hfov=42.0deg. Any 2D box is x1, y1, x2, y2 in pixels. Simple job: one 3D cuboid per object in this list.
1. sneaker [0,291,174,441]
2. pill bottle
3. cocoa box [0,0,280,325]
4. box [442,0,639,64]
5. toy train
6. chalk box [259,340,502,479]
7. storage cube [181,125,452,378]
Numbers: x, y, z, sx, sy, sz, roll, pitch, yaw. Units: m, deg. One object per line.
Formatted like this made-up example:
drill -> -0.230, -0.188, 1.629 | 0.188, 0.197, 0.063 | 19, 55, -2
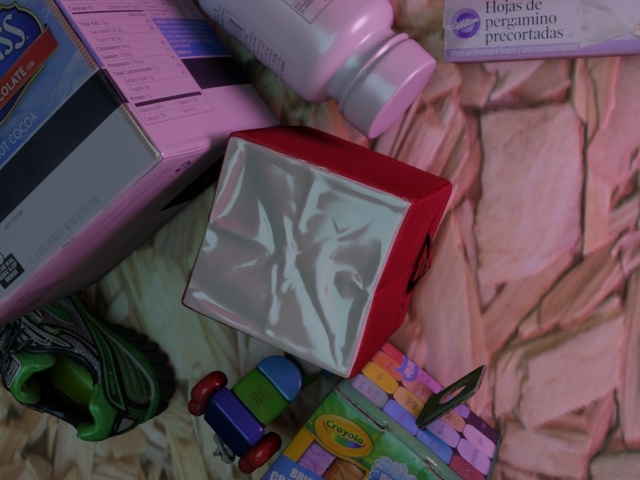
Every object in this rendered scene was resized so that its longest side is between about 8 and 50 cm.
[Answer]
sneaker -> -0.344, 0.112, 1.007 | 0.344, 0.146, 0.134 | 31, 107, 13
pill bottle -> -0.001, -0.215, 0.842 | 0.229, 0.131, 0.131 | 43, 109, 8
cocoa box -> -0.269, -0.100, 0.881 | 0.347, 0.231, 0.228 | -36, 87, 28
box -> 0.281, -0.205, 0.781 | 0.324, 0.067, 0.063 | 1, 98, 20
toy train -> -0.065, 0.179, 0.942 | 0.143, 0.248, 0.105 | -40, 82, -20
chalk box -> 0.063, 0.232, 0.868 | 0.179, 0.180, 0.289 | 39, 107, 9
storage cube -> 0.000, 0.000, 0.844 | 0.215, 0.193, 0.183 | 22, 105, 14
